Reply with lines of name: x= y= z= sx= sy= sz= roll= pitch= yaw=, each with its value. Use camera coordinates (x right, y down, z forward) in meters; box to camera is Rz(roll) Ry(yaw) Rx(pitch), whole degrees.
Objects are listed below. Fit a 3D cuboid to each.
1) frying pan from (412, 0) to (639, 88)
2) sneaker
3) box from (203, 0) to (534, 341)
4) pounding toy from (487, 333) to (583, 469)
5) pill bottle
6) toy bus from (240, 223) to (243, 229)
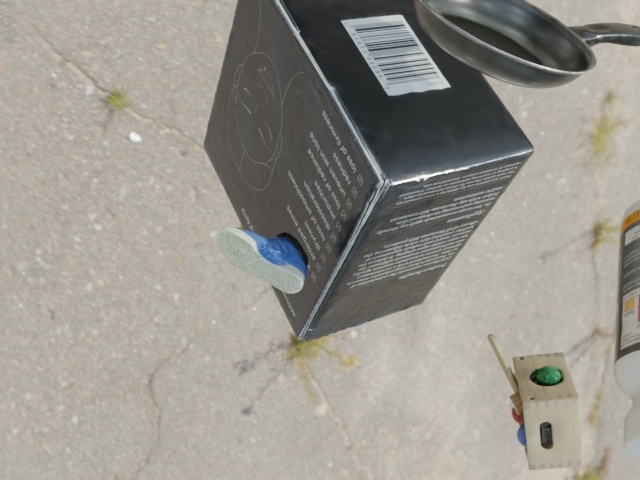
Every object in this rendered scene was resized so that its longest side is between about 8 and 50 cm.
frying pan: x=0.211 y=-0.223 z=0.863 sx=0.326 sy=0.197 sz=0.053 roll=-24 pitch=147 yaw=-50
sneaker: x=-0.085 y=0.013 z=1.283 sx=0.152 sy=0.084 sz=0.058 roll=31 pitch=124 yaw=-9
box: x=0.042 y=-0.163 z=1.460 sx=0.298 sy=0.479 sz=0.471 roll=-14 pitch=152 yaw=-28
pounding toy: x=0.289 y=0.212 z=1.134 sx=0.100 sy=0.130 sz=0.141 roll=-7 pitch=114 yaw=8
pill bottle: x=0.396 y=0.094 z=0.889 sx=0.162 sy=0.162 sz=0.278 roll=40 pitch=53 yaw=-41
toy bus: x=0.000 y=0.000 z=1.794 sx=0.108 sy=0.333 sz=0.130 roll=9 pitch=86 yaw=-74
